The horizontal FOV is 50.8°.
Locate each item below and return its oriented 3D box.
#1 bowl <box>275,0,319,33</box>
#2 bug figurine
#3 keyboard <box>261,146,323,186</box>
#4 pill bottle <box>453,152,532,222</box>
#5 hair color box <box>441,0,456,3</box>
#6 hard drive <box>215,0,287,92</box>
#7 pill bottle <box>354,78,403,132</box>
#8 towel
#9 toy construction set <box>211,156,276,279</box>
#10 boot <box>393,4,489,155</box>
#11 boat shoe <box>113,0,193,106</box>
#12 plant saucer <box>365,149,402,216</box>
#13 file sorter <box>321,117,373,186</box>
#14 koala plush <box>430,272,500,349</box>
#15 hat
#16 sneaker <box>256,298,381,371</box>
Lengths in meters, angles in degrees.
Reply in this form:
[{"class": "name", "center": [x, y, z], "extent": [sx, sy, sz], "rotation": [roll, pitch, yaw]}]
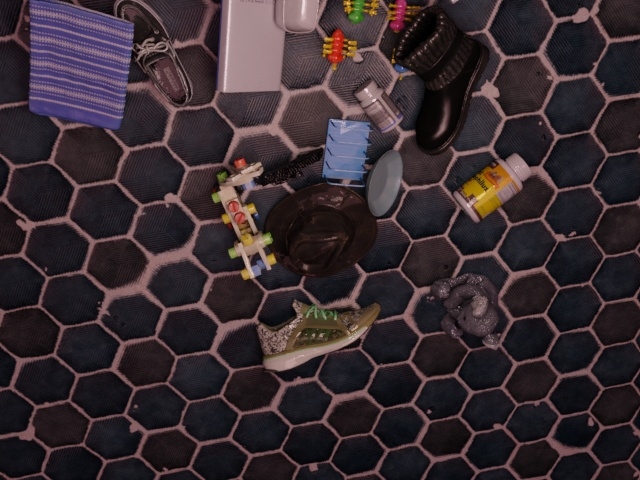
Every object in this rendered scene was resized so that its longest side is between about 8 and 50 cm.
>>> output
[{"class": "bowl", "center": [-0.067, -0.607, 1.728], "extent": [0.053, 0.142, 0.141], "rotation": [19, 113, 31]}, {"class": "bug figurine", "center": [0.144, -0.548, 1.793], "extent": [0.279, 0.072, 0.216], "rotation": [5, 116, -14]}, {"class": "keyboard", "center": [-0.073, -0.192, 1.881], "extent": [0.192, 0.100, 0.038], "rotation": [-26, 77, -14]}, {"class": "pill bottle", "center": [0.502, -0.157, 1.961], "extent": [0.215, 0.117, 0.117], "rotation": [-38, 110, 7]}, {"class": "hair color box", "center": [0.311, -0.813, 1.696], "extent": [0.185, 0.113, 0.374], "rotation": [-33, 111, 6]}, {"class": "hard drive", "center": [-0.169, -0.541, 1.708], "extent": [0.210, 0.040, 0.318], "rotation": [-17, 120, -49]}, {"class": "pill bottle", "center": [0.159, -0.371, 1.859], "extent": [0.078, 0.078, 0.137], "rotation": [-38, 110, 7]}, {"class": "towel", "center": [-0.606, -0.428, 1.687], "extent": [0.244, 0.040, 0.336], "rotation": [12, 136, -13]}, {"class": "toy construction set", "center": [-0.216, -0.073, 1.848], "extent": [0.151, 0.215, 0.327], "rotation": [-8, 111, -5]}, {"class": "boot", "center": [0.289, -0.413, 1.776], "extent": [0.260, 0.131, 0.347], "rotation": [10, 103, -48]}, {"class": "boat shoe", "center": [-0.431, -0.481, 1.729], "extent": [0.113, 0.105, 0.306], "rotation": [-23, 111, 2]}, {"class": "plant saucer", "center": [0.171, -0.166, 1.910], "extent": [0.038, 0.195, 0.194], "rotation": [18, 112, 29]}, {"class": "file sorter", "center": [0.078, -0.244, 1.882], "extent": [0.118, 0.104, 0.170], "rotation": [4, 109, -9]}, {"class": "koala plush", "center": [0.469, 0.214, 2.038], "extent": [0.204, 0.221, 0.196], "rotation": [-20, 111, 0]}, {"class": "hat", "center": [0.000, 0.000, 1.923], "extent": [0.332, 0.134, 0.331], "rotation": [1, 119, 1]}, {"class": "sneaker", "center": [-0.015, 0.252, 2.045], "extent": [0.411, 0.158, 0.181], "rotation": [-24, 94, -3]}]
